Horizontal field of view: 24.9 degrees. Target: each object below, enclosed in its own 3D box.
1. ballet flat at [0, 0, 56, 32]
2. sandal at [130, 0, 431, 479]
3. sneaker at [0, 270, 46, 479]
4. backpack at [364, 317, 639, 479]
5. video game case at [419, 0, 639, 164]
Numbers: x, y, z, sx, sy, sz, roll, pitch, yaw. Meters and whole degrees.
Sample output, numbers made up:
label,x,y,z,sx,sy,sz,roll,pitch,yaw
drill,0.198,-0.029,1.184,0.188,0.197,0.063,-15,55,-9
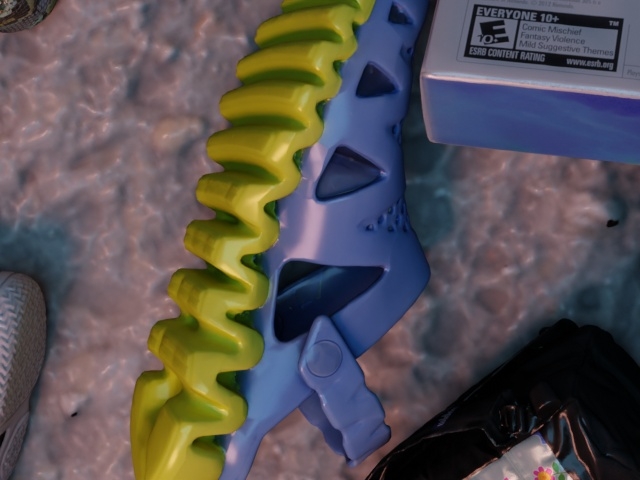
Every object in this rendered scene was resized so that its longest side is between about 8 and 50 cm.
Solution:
label,x,y,z,sx,sy,sz,roll,pitch,yaw
ballet flat,-0.244,-0.147,0.815,0.188,0.070,0.070,-3,98,7
sandal,0.000,0.000,0.795,0.138,0.126,0.317,15,100,-20
sneaker,-0.263,0.131,0.844,0.153,0.101,0.268,17,94,4
backpack,0.097,0.139,0.784,0.182,0.152,0.115,-41,83,22
video game case,0.201,-0.145,0.687,0.270,0.061,0.244,8,62,12
